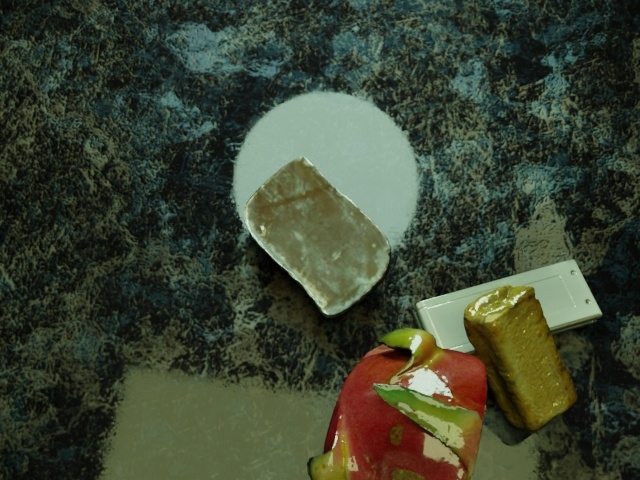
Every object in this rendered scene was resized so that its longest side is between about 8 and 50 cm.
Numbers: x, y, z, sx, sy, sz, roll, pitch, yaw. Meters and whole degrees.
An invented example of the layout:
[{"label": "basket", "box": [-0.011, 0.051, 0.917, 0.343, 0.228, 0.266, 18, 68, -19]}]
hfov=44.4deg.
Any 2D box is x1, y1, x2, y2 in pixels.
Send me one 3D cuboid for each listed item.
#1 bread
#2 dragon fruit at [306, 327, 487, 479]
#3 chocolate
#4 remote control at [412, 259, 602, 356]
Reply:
[{"label": "bread", "box": [0.289, 0.169, 1.141, 0.114, 0.083, 0.211, -27, 104, -14]}, {"label": "dragon fruit", "box": [0.100, 0.254, 1.032, 0.189, 0.290, 0.291, 19, 64, 8]}, {"label": "chocolate", "box": [-0.001, 0.002, 1.257, 0.157, 0.080, 0.254, -42, 70, -5]}, {"label": "remote control", "box": [0.292, 0.115, 1.230, 0.277, 0.055, 0.103, -14, 65, -11]}]
